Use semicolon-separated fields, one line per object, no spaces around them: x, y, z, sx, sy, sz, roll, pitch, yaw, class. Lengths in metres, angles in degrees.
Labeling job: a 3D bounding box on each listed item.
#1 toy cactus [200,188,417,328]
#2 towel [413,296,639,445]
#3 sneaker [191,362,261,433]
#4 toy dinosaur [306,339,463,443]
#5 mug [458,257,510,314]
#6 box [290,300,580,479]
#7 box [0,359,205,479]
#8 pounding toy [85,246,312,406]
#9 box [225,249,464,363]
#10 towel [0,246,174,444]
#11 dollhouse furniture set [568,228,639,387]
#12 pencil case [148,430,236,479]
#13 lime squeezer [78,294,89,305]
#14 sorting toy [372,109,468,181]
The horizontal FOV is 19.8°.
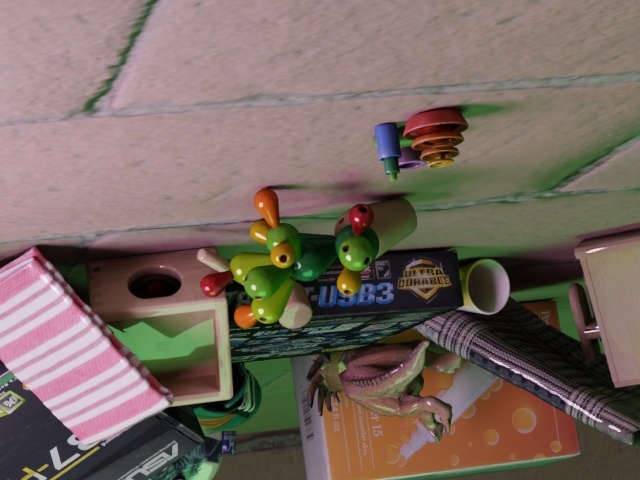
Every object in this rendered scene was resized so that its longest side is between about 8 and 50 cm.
0.000;0.000;1.596;0.180;0.112;0.219;-24;177;-32;toy cactus
0.289;0.145;2.161;0.312;0.056;0.324;28;-171;25;towel
-0.139;0.208;2.538;0.121;0.108;0.302;-8;169;24;sneaker
0.067;0.164;2.237;0.200;0.127;0.296;13;174;2;toy dinosaur
0.166;0.047;2.063;0.062;0.078;0.064;-39;-163;-29;mug
0.150;0.214;2.482;0.345;0.215;0.168;-6;169;-12;box
-0.365;0.233;1.931;0.395;0.097;0.318;-34;147;9;box
-0.116;0.057;1.745;0.206;0.094;0.181;-7;127;-7;pounding toy
-0.036;0.079;2.009;0.295;0.073;0.293;-4;170;-21;box
-0.236;0.100;1.698;0.144;0.197;0.029;-27;-160;46;towel
0.383;0.044;2.076;0.212;0.161;0.242;-12;-169;23;dollhouse furniture set
-0.332;0.300;2.693;0.410;0.183;0.160;0;150;-35;pencil case
-0.399;0.114;1.907;0.310;0.059;0.110;-12;-174;-25;lime squeezer
0.071;-0.066;1.370;0.061;0.042;0.102;-4;169;-21;sorting toy
